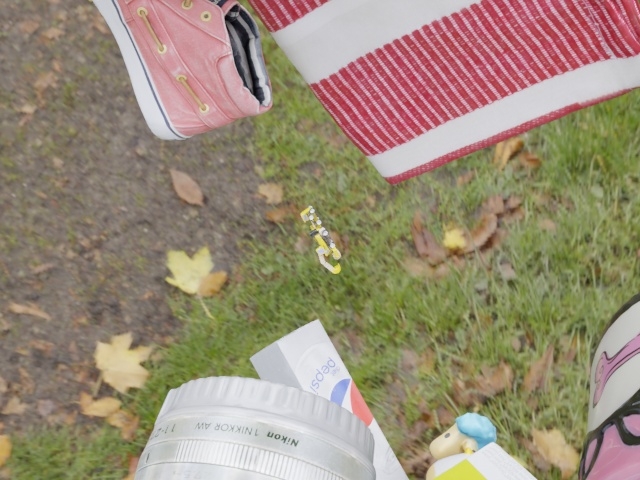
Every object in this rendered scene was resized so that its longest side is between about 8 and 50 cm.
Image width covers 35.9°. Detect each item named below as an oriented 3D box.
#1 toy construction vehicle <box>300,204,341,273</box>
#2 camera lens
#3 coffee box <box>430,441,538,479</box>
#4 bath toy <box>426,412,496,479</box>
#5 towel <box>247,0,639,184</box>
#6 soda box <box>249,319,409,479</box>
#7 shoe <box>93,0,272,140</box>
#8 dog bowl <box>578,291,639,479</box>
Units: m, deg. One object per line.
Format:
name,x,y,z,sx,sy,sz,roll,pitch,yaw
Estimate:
toy construction vehicle,0.000,0.000,1.598,0.035,0.086,0.098,-30,113,0
camera lens,-0.072,0.285,0.863,0.219,0.219,0.274,5,58,15
coffee box,0.183,0.494,1.053,0.334,0.337,0.338,-29,27,-12
bath toy,0.224,0.376,1.290,0.151,0.348,0.129,19,113,-12
towel,0.060,-0.187,0.663,0.237,0.329,0.037,-20,37,28
soda box,0.012,0.272,1.503,0.091,0.098,0.286,-25,82,-38
shoe,-0.092,-0.152,0.621,0.081,0.063,0.178,-11,112,24
dog bowl,0.365,0.204,0.688,0.408,0.408,0.150,23,52,18
